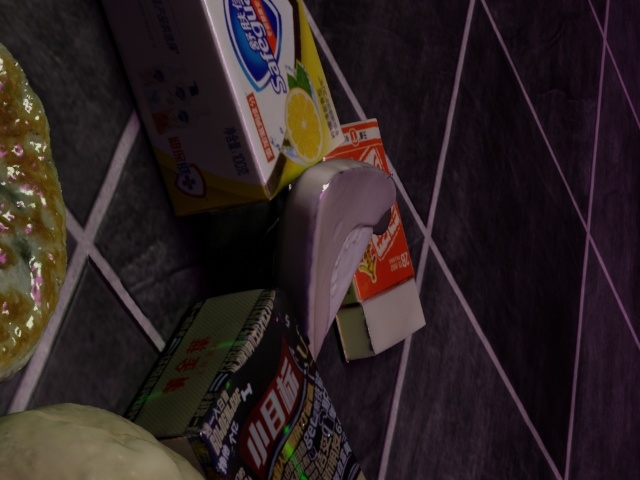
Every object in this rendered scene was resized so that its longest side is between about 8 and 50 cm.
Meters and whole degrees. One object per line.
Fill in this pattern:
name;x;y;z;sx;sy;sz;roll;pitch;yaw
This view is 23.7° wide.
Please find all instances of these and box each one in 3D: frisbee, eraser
frisbee;-0.024;-0.037;1.416;0.211;0.012;0.187;47;49;-23
eraser;0.042;-0.004;1.550;0.157;0.038;0.230;-21;98;-65
eraser;-0.001;-0.001;1.312;0.204;0.059;0.243;-64;163;-18

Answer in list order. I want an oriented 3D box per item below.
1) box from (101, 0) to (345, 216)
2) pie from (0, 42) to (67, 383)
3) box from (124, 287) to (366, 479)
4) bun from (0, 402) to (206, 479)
box;-0.086;-0.170;1.265;0.168;0.097;0.265;-40;116;-59
pie;-0.233;-0.021;0.952;0.240;0.054;0.240;31;54;-58
box;-0.040;0.219;1.226;0.310;0.084;0.198;67;27;-25
bun;-0.134;0.216;0.942;0.259;0.160;0.259;43;39;-50
